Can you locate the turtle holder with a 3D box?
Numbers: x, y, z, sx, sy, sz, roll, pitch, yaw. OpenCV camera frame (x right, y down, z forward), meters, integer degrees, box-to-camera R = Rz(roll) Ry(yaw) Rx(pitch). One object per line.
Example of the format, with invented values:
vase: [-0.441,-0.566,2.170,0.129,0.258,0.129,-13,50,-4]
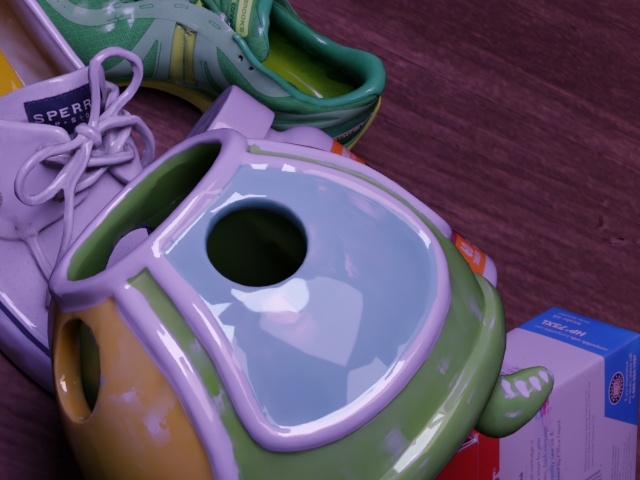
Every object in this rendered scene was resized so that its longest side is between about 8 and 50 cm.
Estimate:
turtle holder: [-0.056,0.086,1.074,0.320,0.243,0.227,-41,110,-4]

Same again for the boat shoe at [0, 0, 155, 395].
boat shoe: [-0.167,-0.064,1.180,0.136,0.156,0.367,-25,81,-41]

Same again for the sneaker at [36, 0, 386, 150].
sneaker: [-0.085,-0.151,1.318,0.295,0.123,0.109,20,53,-22]

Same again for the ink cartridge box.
ink cartridge box: [0.114,0.149,1.252,0.231,0.078,0.134,-24,122,-42]

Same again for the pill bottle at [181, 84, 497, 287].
pill bottle: [0.000,0.000,1.283,0.221,0.121,0.121,37,48,-10]
